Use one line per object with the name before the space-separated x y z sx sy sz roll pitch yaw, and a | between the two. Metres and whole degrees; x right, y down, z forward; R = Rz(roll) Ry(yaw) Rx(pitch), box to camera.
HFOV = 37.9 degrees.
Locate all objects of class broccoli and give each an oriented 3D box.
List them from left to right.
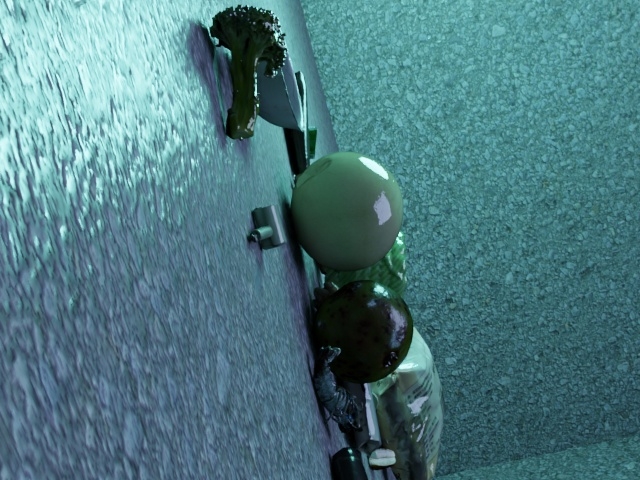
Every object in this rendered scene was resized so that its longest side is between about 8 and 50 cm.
broccoli | -0.103 -0.238 1.324 0.122 0.118 0.204 125 -30 -69

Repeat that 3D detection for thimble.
thimble | 0.092 0.072 1.955 0.219 0.150 0.219 -175 -90 -83

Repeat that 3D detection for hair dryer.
hair dryer | -0.083 -0.016 1.319 0.124 0.038 0.063 -27 102 -77

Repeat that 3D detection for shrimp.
shrimp | 0.018 0.266 1.591 0.082 0.076 0.174 6 -59 52

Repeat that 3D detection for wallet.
wallet | -0.048 -0.238 2.087 0.168 0.052 0.245 90 -5 -70

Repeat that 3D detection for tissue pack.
tissue pack | 0.232 0.442 2.554 0.375 0.195 0.390 -76 153 -64

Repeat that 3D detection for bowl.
bowl | -0.090 -0.259 1.526 0.189 0.086 0.189 -13 90 -83

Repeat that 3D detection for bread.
bread | 0.145 0.513 2.189 0.109 0.062 0.043 54 24 -68

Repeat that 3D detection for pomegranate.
pomegranate | 0.065 0.155 1.736 0.248 0.202 0.202 38 -26 45

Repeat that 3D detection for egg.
egg | 0.050 -0.058 1.774 0.269 0.219 0.219 -104 177 -56

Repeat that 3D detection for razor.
razor | 0.055 0.420 1.532 0.148 0.054 0.090 -98 169 -48

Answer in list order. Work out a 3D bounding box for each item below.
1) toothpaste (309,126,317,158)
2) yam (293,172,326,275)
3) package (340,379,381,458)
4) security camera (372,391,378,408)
toothpaste | -0.021 -0.224 2.143 0.017 0.020 0.083 -102 -167 -47
yam | -0.010 -0.035 2.001 0.046 0.046 0.264 -96 172 -54
package | 0.079 0.343 1.961 0.251 0.062 0.204 82 -3 -65
security camera | 0.098 0.386 2.127 0.092 0.058 0.058 -45 122 -69
